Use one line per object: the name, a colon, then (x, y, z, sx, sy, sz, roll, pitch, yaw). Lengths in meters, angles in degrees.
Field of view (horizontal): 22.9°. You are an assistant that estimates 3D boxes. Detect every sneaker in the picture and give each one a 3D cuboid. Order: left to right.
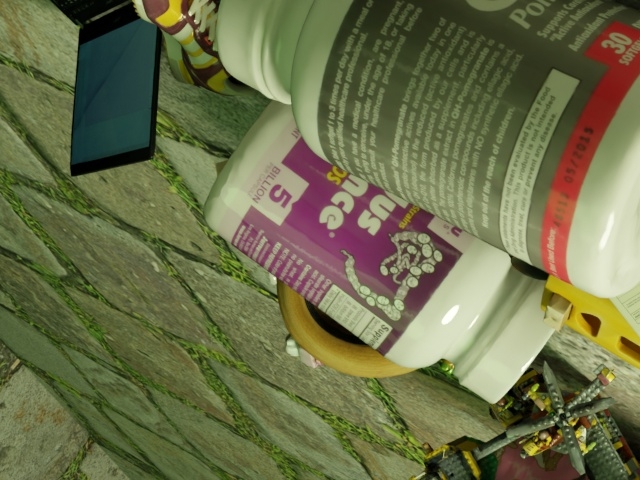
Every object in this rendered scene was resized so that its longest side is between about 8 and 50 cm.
sneaker: (-0.100, -0.190, 1.372, 0.083, 0.070, 0.185, 20, 162, 21)

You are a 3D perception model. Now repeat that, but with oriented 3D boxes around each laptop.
laptop: (-0.253, -0.204, 1.485, 0.264, 0.137, 0.234, 44, 159, -19)

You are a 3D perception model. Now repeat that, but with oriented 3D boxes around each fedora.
fedora: (0.057, 0.036, 1.491, 0.194, 0.194, 0.079, 35, -169, 7)

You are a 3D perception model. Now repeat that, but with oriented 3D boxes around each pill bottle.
pill bottle: (0.063, 0.003, 1.357, 0.301, 0.169, 0.169, 36, 161, 3)
pill bottle: (0.093, -0.105, 1.045, 0.318, 0.176, 0.176, 28, 159, 25)

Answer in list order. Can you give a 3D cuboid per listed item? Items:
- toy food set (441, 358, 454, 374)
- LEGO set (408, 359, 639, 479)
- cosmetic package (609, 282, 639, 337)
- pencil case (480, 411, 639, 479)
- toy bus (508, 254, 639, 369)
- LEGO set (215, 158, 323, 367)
toy food set: (0.150, 0.088, 1.551, 0.128, 0.071, 0.218, 37, 161, 0)
LEGO set: (0.221, 0.291, 1.497, 0.192, 0.255, 0.331, -5, -109, -65)
cosmetic package: (0.226, 0.010, 1.138, 0.060, 0.041, 0.115, -36, 92, 34)
pencil case: (0.336, 0.320, 1.641, 0.386, 0.167, 0.160, 31, -160, 19)
toy bus: (0.215, 0.025, 1.241, 0.191, 0.104, 0.202, 47, 158, -25)
LEGO set: (0.000, 0.000, 1.551, 0.107, 0.132, 0.287, 15, 146, 30)
